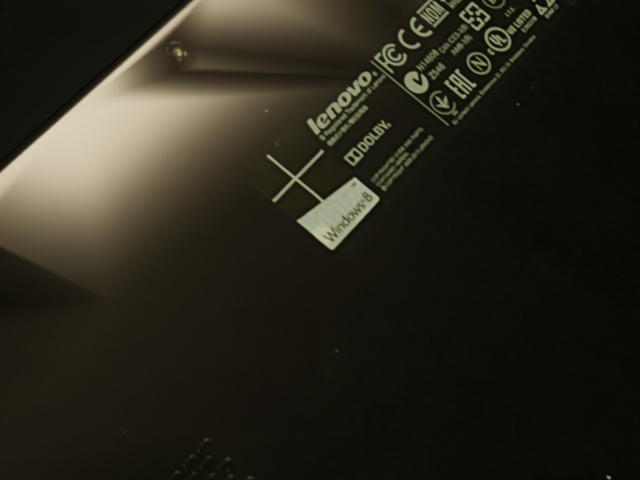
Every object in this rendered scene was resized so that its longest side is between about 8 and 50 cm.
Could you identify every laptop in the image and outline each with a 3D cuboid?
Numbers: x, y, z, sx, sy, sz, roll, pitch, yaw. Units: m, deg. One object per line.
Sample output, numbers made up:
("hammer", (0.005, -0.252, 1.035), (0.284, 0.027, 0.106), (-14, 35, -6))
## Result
("laptop", (0.000, 0.000, 0.583), (0.408, 0.236, 0.382), (40, 57, 4))
